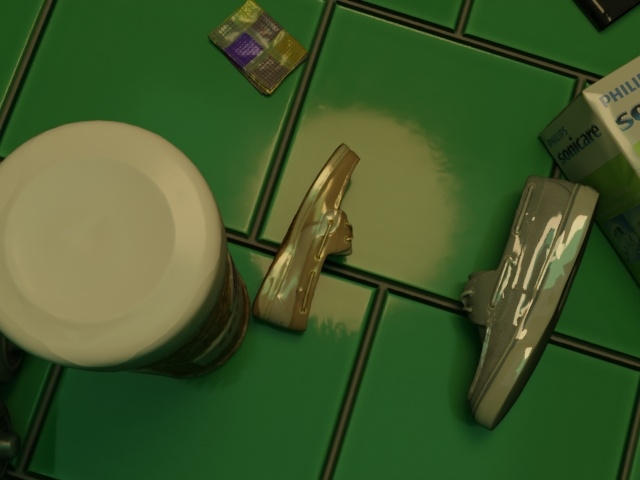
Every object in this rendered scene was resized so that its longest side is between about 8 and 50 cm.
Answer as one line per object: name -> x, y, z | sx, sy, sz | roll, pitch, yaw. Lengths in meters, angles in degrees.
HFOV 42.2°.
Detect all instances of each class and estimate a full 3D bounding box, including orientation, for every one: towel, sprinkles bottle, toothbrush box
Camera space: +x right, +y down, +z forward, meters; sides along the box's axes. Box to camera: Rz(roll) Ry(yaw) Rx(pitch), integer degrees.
towel -> -0.057, -0.182, 0.774 | 0.060, 0.009, 0.083 | -44, 85, -8
sprinkles bottle -> -0.114, 0.030, 0.557 | 0.121, 0.355, 0.121 | 0, 80, -3
toothbrush box -> 0.364, -0.043, 0.717 | 0.206, 0.122, 0.283 | -30, 81, -8

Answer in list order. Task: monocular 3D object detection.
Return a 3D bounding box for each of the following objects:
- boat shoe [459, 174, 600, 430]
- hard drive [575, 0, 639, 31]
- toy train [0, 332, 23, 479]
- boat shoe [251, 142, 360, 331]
boat shoe -> 0.167, 0.048, 0.720 | 0.081, 0.079, 0.227 | 22, 81, 22
hard drive -> 0.267, -0.283, 0.803 | 0.094, 0.022, 0.135 | -36, 84, -8
toy train -> -0.308, 0.154, 0.609 | 0.142, 0.190, 0.334 | 2, 80, -2
boat shoe -> 0.000, 0.000, 0.722 | 0.059, 0.063, 0.170 | 26, 89, -1
